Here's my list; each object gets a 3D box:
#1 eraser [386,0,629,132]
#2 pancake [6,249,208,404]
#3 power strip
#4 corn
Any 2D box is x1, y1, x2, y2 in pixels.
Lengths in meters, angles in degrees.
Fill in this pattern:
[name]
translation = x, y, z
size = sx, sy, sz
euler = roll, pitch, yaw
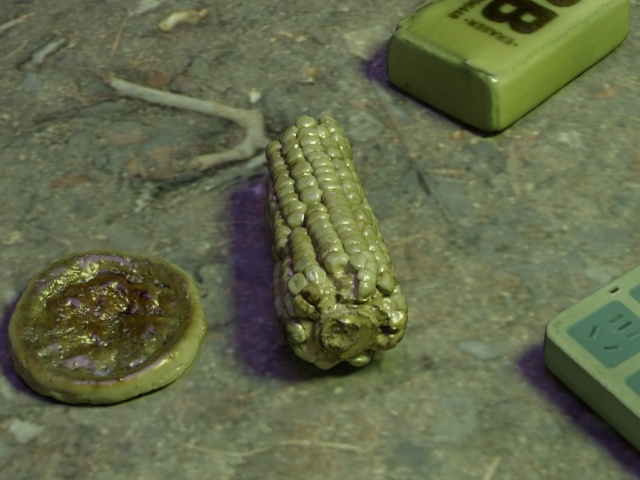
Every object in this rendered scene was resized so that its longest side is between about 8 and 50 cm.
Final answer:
[eraser]
translation = 0.148, -0.162, 1.311
size = 0.117, 0.058, 0.172
euler = 32, 53, 33
[pancake]
translation = -0.141, 0.055, 1.114
size = 0.139, 0.022, 0.139
euler = -1, 43, 1
[power strip]
translation = 0.255, 0.109, 1.017
size = 0.118, 0.046, 0.270
euler = -26, 48, -24
[corn]
translation = 0.000, 0.000, 1.128
size = 0.087, 0.087, 0.211
euler = -9, 39, -7
